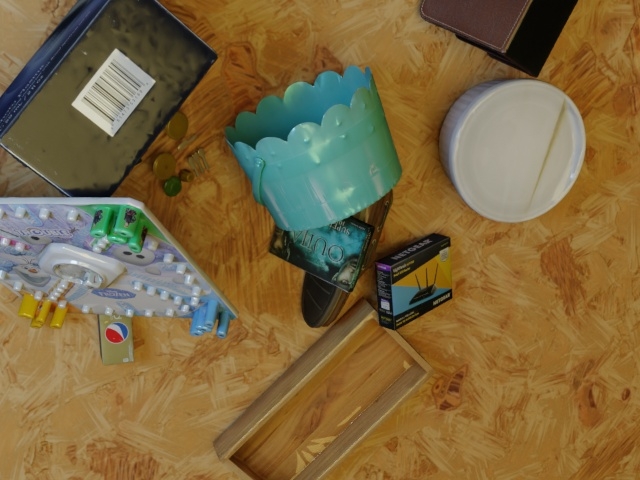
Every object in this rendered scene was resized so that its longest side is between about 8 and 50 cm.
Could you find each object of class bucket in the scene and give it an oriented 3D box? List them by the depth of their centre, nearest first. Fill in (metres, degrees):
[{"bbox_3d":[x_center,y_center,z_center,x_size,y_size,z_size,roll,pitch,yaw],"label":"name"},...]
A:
[{"bbox_3d":[-0.006,-0.153,1.703,0.281,0.281,0.183,-27,112,-7],"label":"bucket"}]

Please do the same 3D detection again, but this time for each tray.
[{"bbox_3d":[0.008,0.326,1.986,0.411,0.076,0.203,-44,116,1],"label":"tray"}]

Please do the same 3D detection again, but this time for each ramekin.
[{"bbox_3d":[0.346,-0.177,1.887,0.273,0.127,0.273,-6,110,-16],"label":"ramekin"}]

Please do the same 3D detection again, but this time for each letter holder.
[{"bbox_3d":[0.339,-0.478,1.780,0.152,0.214,0.302,14,106,-55],"label":"letter holder"}]

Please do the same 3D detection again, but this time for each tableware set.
[{"bbox_3d":[-0.256,-0.154,1.735,0.104,0.024,0.154,-43,132,-25],"label":"tableware set"}]

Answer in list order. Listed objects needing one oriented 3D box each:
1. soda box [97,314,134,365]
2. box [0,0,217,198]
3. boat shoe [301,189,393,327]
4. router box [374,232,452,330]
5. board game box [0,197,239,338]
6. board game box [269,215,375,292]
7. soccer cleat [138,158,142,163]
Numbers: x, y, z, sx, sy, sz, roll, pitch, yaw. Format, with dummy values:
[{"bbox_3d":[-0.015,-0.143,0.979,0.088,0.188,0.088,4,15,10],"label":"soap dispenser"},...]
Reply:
[{"bbox_3d":[-0.366,0.126,1.796,0.058,0.061,0.181,-6,110,-16],"label":"soda box"},{"bbox_3d":[-0.347,-0.222,1.526,0.183,0.294,0.296,40,83,-24],"label":"box"},{"bbox_3d":[0.057,0.028,1.874,0.104,0.111,0.307,4,116,-36],"label":"boat shoe"},{"bbox_3d":[0.179,0.077,1.926,0.179,0.046,0.133,-25,118,-40],"label":"router box"},{"bbox_3d":[-0.372,0.051,1.555,0.390,0.050,0.390,1,153,19],"label":"board game box"},{"bbox_3d":[0.000,0.000,1.816,0.026,0.186,0.126,-4,115,-57],"label":"board game box"},{"bbox_3d":[-0.348,-0.136,1.711,0.179,0.060,0.072,-48,124,1],"label":"soccer cleat"}]
